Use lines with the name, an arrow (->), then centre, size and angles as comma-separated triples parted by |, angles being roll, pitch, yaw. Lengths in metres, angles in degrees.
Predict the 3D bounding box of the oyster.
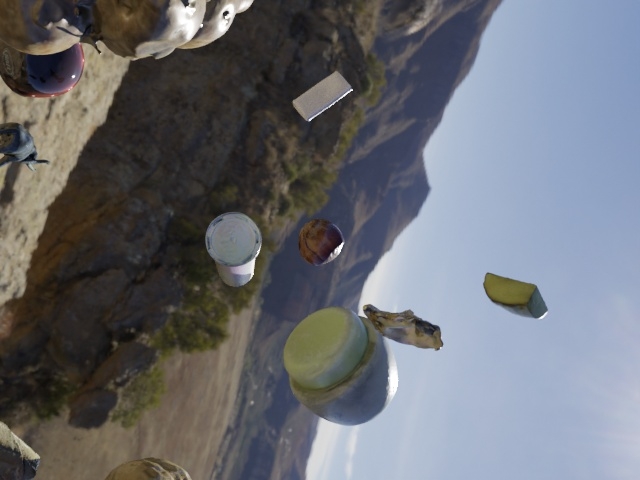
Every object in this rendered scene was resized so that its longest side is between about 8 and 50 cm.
oyster -> 0.189, 0.185, 1.447 | 0.163, 0.191, 0.081 | 131, -19, -65

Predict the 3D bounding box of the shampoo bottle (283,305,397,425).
shampoo bottle -> 0.066, 0.380, 1.892 | 0.317, 0.322, 0.323 | 52, 35, -32

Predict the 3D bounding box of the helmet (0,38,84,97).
helmet -> -0.656, -0.430, 1.475 | 0.216, 0.193, 0.189 | -46, 139, -60

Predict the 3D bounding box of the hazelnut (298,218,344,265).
hazelnut -> 0.000, 0.000, 1.144 | 0.086, 0.086, 0.086 | 15, 90, -90

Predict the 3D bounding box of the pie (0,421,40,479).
pie -> -0.623, 0.363, 1.107 | 0.128, 0.068, 0.282 | -44, 132, -16

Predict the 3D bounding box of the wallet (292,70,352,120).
wallet -> 0.004, -0.311, 1.357 | 0.122, 0.061, 0.025 | -36, 158, -6

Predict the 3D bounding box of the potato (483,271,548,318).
potato -> 0.484, 0.157, 1.589 | 0.081, 0.149, 0.120 | -53, 130, -19

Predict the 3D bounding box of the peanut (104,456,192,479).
peanut -> -0.365, 0.552, 1.334 | 0.387, 0.192, 0.170 | 106, -10, -72

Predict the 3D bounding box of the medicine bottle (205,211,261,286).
medicine bottle -> -0.194, 0.033, 1.414 | 0.426, 0.108, 0.108 | 127, -21, -78

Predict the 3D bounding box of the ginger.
ginger -> -0.218, -0.322, 0.797 | 0.375, 0.256, 0.177 | -39, 125, -57

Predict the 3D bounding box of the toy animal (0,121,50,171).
toy animal -> -0.811, -0.232, 1.651 | 0.269, 0.137, 0.082 | 125, -52, -74
